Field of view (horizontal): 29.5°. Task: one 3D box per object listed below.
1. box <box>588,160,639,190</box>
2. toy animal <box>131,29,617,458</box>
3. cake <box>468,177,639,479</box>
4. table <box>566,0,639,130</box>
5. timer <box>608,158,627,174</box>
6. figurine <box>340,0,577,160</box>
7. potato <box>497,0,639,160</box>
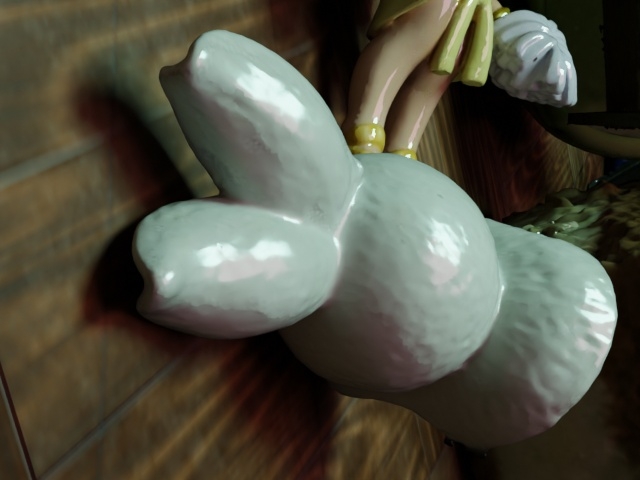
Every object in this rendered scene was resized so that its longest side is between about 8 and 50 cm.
[{"bbox_3d":[0.472,0.044,1.268,0.345,0.251,0.204,48,33,-11],"label":"box"},{"bbox_3d":[0.001,0.003,0.479,0.221,0.131,0.103,29,87,-34],"label":"toy animal"},{"bbox_3d":[0.248,0.089,0.774,0.256,0.290,0.282,-38,117,-69],"label":"cake"},{"bbox_3d":[0.286,-0.165,0.840,0.172,0.193,0.169,-136,-137,-81],"label":"table"},{"bbox_3d":[0.567,-0.012,1.503,0.270,0.384,0.270,-8,90,-69],"label":"timer"},{"bbox_3d":[0.061,-0.145,0.626,0.175,0.116,0.240,35,56,-59],"label":"figurine"},{"bbox_3d":[0.256,-0.208,1.025,0.213,0.330,0.280,-141,-118,-81],"label":"potato"}]
